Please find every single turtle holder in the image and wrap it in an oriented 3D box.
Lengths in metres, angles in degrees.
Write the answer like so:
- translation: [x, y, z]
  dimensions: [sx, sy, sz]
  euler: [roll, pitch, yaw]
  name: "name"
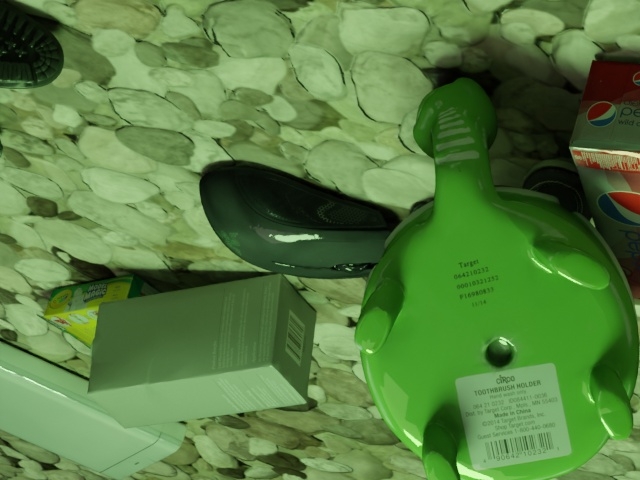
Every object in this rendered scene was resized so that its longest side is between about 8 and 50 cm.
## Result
- translation: [0.136, 0.049, 1.684]
  dimensions: [0.243, 0.227, 0.320]
  euler: [-40, 99, 15]
  name: "turtle holder"

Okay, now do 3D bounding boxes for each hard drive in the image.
- translation: [-0.387, 0.227, 2.659]
  dimensions: [0.353, 0.047, 0.233]
  euler: [27, 152, -18]
  name: "hard drive"

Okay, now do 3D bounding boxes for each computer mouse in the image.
- translation: [0.000, 0.000, 1.956]
  dimensions: [0.272, 0.072, 0.188]
  euler: [16, 155, 2]
  name: "computer mouse"

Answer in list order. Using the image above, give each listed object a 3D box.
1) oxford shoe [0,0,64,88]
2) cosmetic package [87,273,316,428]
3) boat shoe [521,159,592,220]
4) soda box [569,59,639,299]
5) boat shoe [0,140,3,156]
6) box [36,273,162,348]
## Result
- translation: [-0.344, -0.187, 1.810]
  dimensions: [0.227, 0.083, 0.096]
  euler: [15, 171, 9]
  name: "oxford shoe"
- translation: [-0.136, 0.127, 2.176]
  dimensions: [0.238, 0.127, 0.107]
  euler: [-10, 145, 24]
  name: "cosmetic package"
- translation: [0.213, -0.005, 1.823]
  dimensions: [0.075, 0.065, 0.206]
  euler: [19, 153, 3]
  name: "boat shoe"
- translation: [0.286, -0.046, 1.670]
  dimensions: [0.083, 0.092, 0.263]
  euler: [8, 153, 22]
  name: "soda box"
- translation: [-0.483, -0.100, 2.009]
  dimensions: [0.319, 0.099, 0.116]
  euler: [6, 111, 15]
  name: "boat shoe"
- translation: [-0.252, 0.092, 2.321]
  dimensions: [0.179, 0.043, 0.105]
  euler: [-13, 141, 42]
  name: "box"
